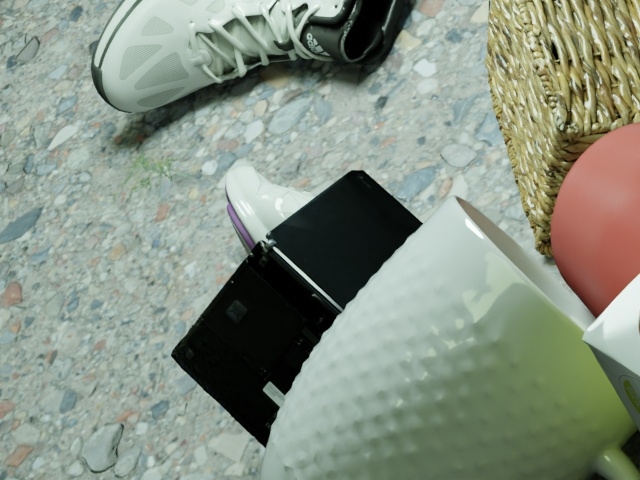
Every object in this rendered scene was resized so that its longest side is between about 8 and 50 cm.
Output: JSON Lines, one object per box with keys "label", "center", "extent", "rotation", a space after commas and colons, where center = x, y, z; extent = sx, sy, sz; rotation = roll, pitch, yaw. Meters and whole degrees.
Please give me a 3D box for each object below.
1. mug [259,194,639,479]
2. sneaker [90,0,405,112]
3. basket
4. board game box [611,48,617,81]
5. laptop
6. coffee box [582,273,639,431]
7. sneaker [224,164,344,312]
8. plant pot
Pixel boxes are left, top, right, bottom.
{"label": "mug", "center": [0.142, 0.200, 1.717], "extent": [0.328, 0.276, 0.374], "rotation": [-47, 70, 8]}
{"label": "sneaker", "center": [-0.078, -0.280, 2.352], "extent": [0.447, 0.169, 0.257], "rotation": [-35, 39, -1]}
{"label": "basket", "center": [0.309, -0.167, 1.983], "extent": [0.213, 0.223, 0.299], "rotation": [-9, 53, -6]}
{"label": "board game box", "center": [0.348, -0.207, 2.083], "extent": [0.211, 0.039, 0.160], "rotation": [9, 60, 39]}
{"label": "laptop", "center": [0.022, 0.096, 1.962], "extent": [0.234, 0.136, 0.264], "rotation": [42, 107, 14]}
{"label": "coffee box", "center": [0.477, 0.122, 1.466], "extent": [0.337, 0.338, 0.334], "rotation": [-44, 41, -9]}
{"label": "sneaker", "center": [0.000, 0.000, 2.105], "extent": [0.152, 0.114, 0.305], "rotation": [-35, 49, -7]}
{"label": "plant pot", "center": [0.359, 0.013, 1.730], "extent": [0.275, 0.275, 0.243], "rotation": [-43, 31, -6]}
